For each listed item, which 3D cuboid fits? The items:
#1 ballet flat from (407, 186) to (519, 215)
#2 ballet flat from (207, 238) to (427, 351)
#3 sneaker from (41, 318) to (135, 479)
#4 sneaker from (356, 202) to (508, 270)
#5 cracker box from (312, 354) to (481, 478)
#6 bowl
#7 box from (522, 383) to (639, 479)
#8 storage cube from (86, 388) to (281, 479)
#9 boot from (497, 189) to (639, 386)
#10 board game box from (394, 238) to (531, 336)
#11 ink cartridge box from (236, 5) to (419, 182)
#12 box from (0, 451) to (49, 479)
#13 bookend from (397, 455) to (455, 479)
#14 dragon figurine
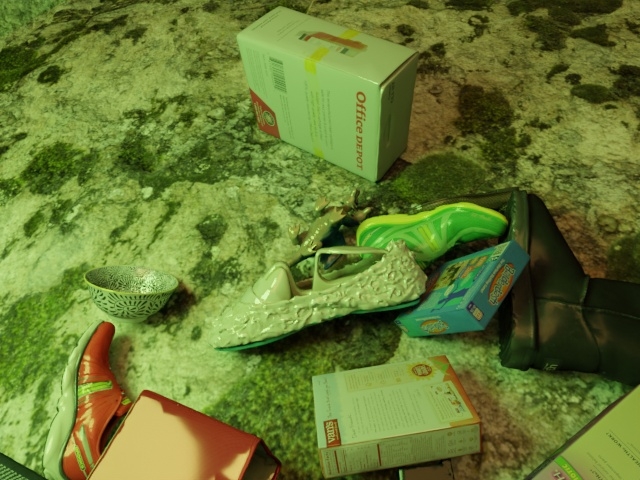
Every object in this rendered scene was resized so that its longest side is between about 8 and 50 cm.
[{"bbox_3d":[0.313,-0.069,0.972,0.250,0.084,0.058,-10,89,-5],"label":"ballet flat"},{"bbox_3d":[-0.015,0.085,0.823,0.409,0.147,0.146,-14,54,0],"label":"ballet flat"},{"bbox_3d":[-0.381,0.274,0.785,0.119,0.107,0.278,5,55,-14],"label":"sneaker"},{"bbox_3d":[0.216,0.004,0.889,0.296,0.109,0.123,-10,69,26],"label":"sneaker"},{"bbox_3d":[0.108,0.266,0.702,0.233,0.067,0.155,-8,22,-1],"label":"cracker box"},{"bbox_3d":[-0.370,0.110,0.880,0.170,0.080,0.170,11,11,-2],"label":"bowl"},{"bbox_3d":[0.429,0.361,0.608,0.243,0.117,0.213,-30,57,-17],"label":"box"},{"bbox_3d":[-0.192,0.356,0.633,0.193,0.183,0.214,16,57,17],"label":"storage cube"},{"bbox_3d":[0.549,0.089,0.778,0.446,0.146,0.366,7,58,12],"label":"boot"},{"bbox_3d":[0.236,0.089,0.777,0.047,0.210,0.160,46,66,-4],"label":"board game box"},{"bbox_3d":[0.019,-0.345,1.071,0.385,0.279,0.160,30,61,24],"label":"ink cartridge box"},{"bbox_3d":[-0.344,0.461,0.467,0.313,0.179,0.343,16,99,16],"label":"box"},{"bbox_3d":[0.118,0.399,0.639,0.157,0.072,0.156,-6,52,2],"label":"bookend"},{"bbox_3d":[0.000,0.000,0.936,0.085,0.144,0.289,37,84,26],"label":"dragon figurine"}]
